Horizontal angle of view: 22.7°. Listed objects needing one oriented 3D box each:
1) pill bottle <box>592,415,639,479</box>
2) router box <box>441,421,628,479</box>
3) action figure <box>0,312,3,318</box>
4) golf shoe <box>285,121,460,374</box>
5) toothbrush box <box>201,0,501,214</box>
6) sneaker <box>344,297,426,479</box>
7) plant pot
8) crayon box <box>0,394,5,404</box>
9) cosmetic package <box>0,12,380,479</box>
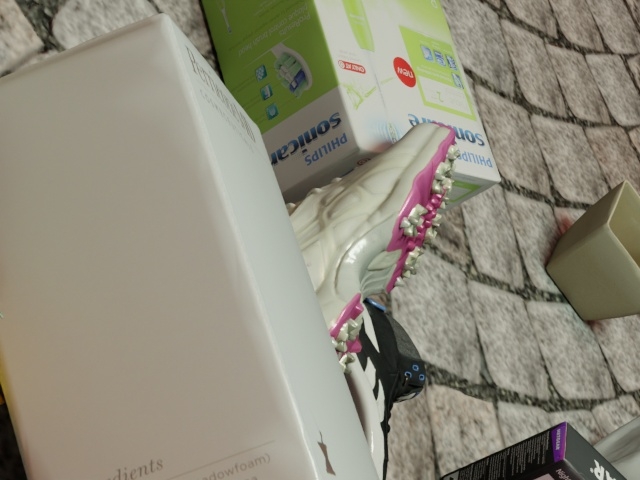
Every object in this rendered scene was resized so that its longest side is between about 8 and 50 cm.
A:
[{"bbox_3d":[0.362,0.297,1.471,0.278,0.162,0.162,58,33,-1],"label":"pill bottle"},{"bbox_3d":[0.204,0.240,1.329,0.179,0.133,0.046,44,37,-24],"label":"router box"},{"bbox_3d":[-0.232,-0.073,0.875,0.137,0.063,0.232,32,43,-40],"label":"action figure"},{"bbox_3d":[0.000,0.000,1.196,0.140,0.115,0.306,25,50,16],"label":"golf shoe"},{"bbox_3d":[0.018,-0.164,1.409,0.206,0.122,0.283,10,58,-49],"label":"toothbrush box"},{"bbox_3d":[0.043,0.131,1.246,0.121,0.079,0.217,21,48,-42],"label":"sneaker"},{"bbox_3d":[0.300,0.021,1.662,0.109,0.096,0.109,53,33,-12],"label":"plant pot"},{"bbox_3d":[-0.366,0.016,0.764,0.313,0.106,0.363,60,32,1],"label":"crayon box"},{"bbox_3d":[-0.067,0.122,0.963,0.230,0.161,0.453,47,22,-72],"label":"cosmetic package"}]
